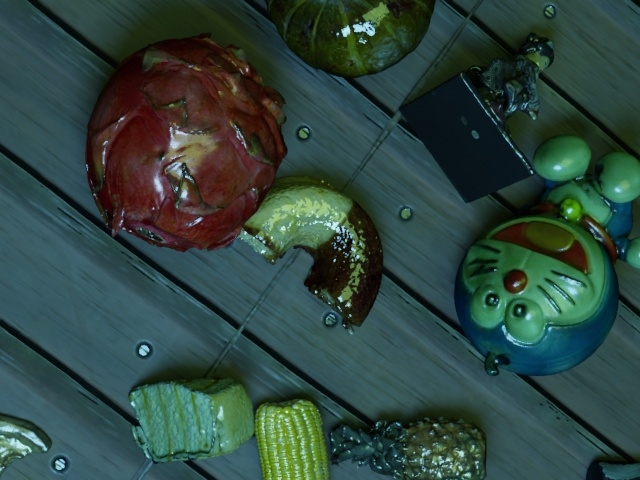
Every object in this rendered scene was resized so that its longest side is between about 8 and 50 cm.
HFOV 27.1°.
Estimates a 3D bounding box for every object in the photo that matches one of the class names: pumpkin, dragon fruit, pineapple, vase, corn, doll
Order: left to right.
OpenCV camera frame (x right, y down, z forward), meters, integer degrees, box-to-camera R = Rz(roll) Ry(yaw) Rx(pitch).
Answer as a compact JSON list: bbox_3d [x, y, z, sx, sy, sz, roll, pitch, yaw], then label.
[{"bbox_3d":[-0.151,-0.111,1.520,0.241,0.241,0.252,16,101,-13],"label":"dragon fruit"},{"bbox_3d":[-0.033,0.276,1.616,0.085,0.063,0.165,-7,92,-23],"label":"corn"},{"bbox_3d":[0.042,-0.298,1.608,0.219,0.162,0.219,-3,76,11],"label":"pumpkin"},{"bbox_3d":[0.105,0.260,1.639,0.197,0.108,0.108,10,86,0],"label":"pineapple"},{"bbox_3d":[0.287,0.037,1.640,0.198,0.186,0.322,27,65,30],"label":"doll"},{"bbox_3d":[0.454,0.320,1.734,0.211,0.060,0.060,5,87,-12],"label":"vase"}]

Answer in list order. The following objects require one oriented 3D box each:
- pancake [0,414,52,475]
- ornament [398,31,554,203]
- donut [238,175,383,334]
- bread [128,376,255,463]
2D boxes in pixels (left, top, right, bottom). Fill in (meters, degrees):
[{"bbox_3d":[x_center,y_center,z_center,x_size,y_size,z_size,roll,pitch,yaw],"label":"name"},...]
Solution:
[{"bbox_3d":[-0.401,0.297,1.549,0.184,0.020,0.191,-5,90,-15],"label":"pancake"},{"bbox_3d":[0.241,-0.179,1.670,0.196,0.166,0.153,-42,99,-26],"label":"ornament"},{"bbox_3d":[-0.002,-0.001,1.621,0.217,0.085,0.141,35,81,-9],"label":"donut"},{"bbox_3d":[-0.142,0.205,1.580,0.110,0.156,0.103,-15,100,-46],"label":"bread"}]
